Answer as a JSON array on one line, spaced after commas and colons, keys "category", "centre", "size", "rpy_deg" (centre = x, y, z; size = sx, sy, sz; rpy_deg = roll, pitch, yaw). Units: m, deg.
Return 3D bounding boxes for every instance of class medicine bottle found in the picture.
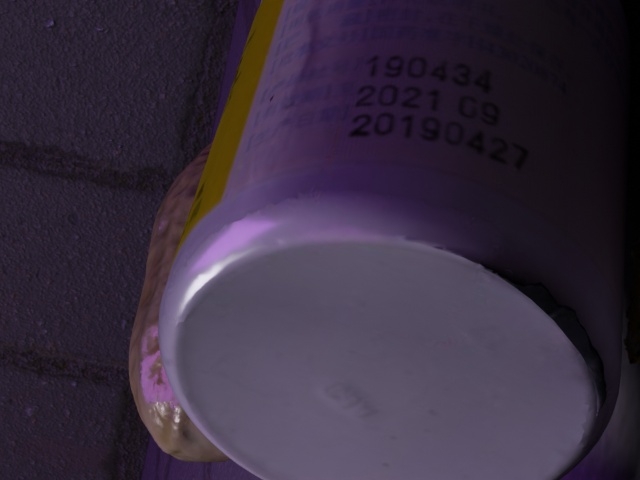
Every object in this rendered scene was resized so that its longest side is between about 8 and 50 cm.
[{"category": "medicine bottle", "centre": [0.039, -0.042, 0.519], "size": [0.143, 0.143, 0.258], "rpy_deg": [109, 177, -46]}]

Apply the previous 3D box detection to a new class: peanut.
[{"category": "peanut", "centre": [-0.063, 0.036, 1.118], "size": [0.152, 0.152, 0.313], "rpy_deg": [110, 166, -48]}]

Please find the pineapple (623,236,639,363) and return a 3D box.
[{"category": "pineapple", "centre": [0.115, 0.002, 0.448], "size": [0.083, 0.019, 0.045], "rpy_deg": [111, 160, -48]}]
